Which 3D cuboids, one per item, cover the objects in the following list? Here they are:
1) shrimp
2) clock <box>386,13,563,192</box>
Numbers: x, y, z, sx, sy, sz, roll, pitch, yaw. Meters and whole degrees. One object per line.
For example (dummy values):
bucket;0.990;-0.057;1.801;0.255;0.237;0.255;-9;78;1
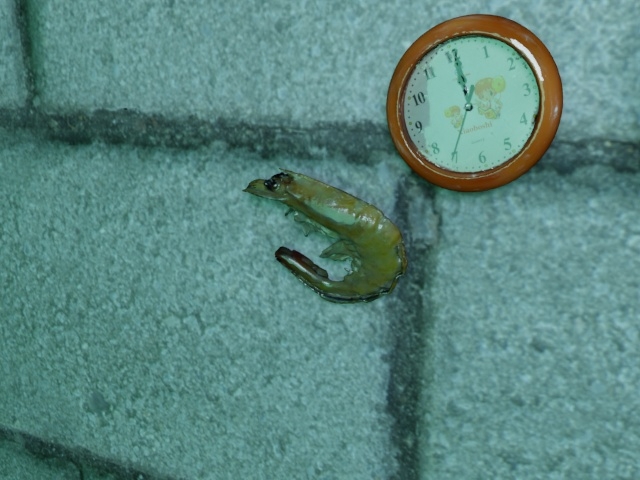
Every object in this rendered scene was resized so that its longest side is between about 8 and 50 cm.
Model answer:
shrimp;0.001;0.000;0.799;0.253;0.058;0.173;22;120;15
clock;0.177;-0.159;0.678;0.205;0.051;0.205;7;107;23
